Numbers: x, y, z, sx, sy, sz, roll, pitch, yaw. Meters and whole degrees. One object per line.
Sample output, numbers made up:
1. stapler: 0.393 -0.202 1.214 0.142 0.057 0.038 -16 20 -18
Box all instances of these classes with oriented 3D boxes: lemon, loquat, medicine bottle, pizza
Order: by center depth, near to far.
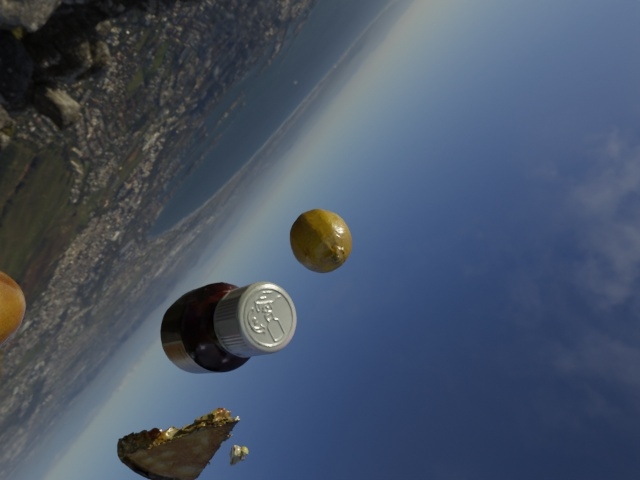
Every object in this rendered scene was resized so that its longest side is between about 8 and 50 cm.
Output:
1. pizza: -0.366 0.502 1.132 0.287 0.251 0.074 -53 -142 17
2. medicine bottle: -0.243 0.222 1.162 0.395 0.242 0.242 -18 -148 52
3. lemon: 0.000 0.000 1.381 0.188 0.188 0.256 -49 -147 11
4. loquat: -1.113 0.221 1.419 0.328 0.328 0.328 -50 -171 11

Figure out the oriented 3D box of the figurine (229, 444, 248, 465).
1. figurine: -0.245 0.642 1.366 0.083 0.051 0.047 116 -34 -43
